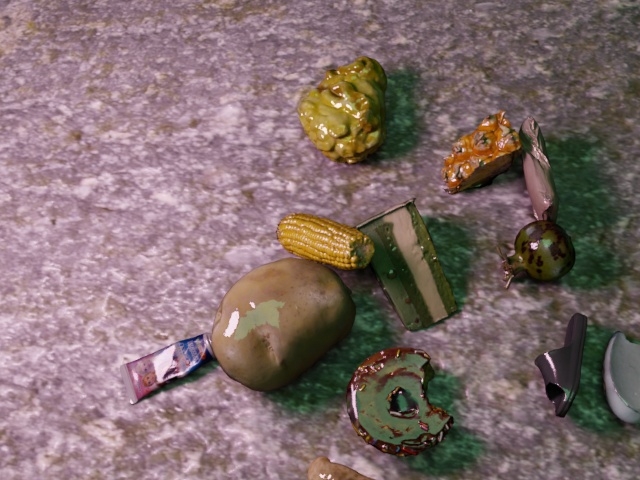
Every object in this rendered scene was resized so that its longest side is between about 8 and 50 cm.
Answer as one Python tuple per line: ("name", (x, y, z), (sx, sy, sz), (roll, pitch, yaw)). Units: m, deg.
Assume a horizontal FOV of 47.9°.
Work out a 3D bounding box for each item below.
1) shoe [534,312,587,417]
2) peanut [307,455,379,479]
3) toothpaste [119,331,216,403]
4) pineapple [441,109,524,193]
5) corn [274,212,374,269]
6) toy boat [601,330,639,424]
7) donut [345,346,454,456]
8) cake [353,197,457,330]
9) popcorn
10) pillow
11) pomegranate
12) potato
("shoe", (0.506, 0.259, 1.543), (0.093, 0.108, 0.241), (15, 59, 13))
("peanut", (0.071, 0.509, 1.460), (0.214, 0.099, 0.099), (26, 69, 14))
("toothpaste", (-0.323, 0.273, 1.633), (0.266, 0.061, 0.096), (-24, 66, -1))
("pineapple", (0.395, -0.203, 1.751), (0.186, 0.236, 0.114), (-1, 62, -40))
("corn", (0.000, 0.000, 1.635), (0.115, 0.115, 0.318), (-47, 30, -17))
("toy boat", (0.665, 0.295, 1.538), (0.134, 0.079, 0.207), (14, 55, 3))
("donut", (0.165, 0.349, 1.529), (0.216, 0.096, 0.230), (-27, 65, -6))
("cake", (0.198, 0.054, 1.695), (0.158, 0.172, 0.283), (-25, 98, -1))
("popcorn", (0.054, -0.328, 1.827), (0.225, 0.174, 0.286), (-1, 63, 12))
("pillow", (0.515, -0.162, 1.708), (0.067, 0.173, 0.270), (-11, 64, 13))
("pomegranate", (0.489, 0.029, 1.640), (0.169, 0.148, 0.148), (-10, 63, 13))
("potato", (-0.088, 0.172, 1.561), (0.326, 0.221, 0.243), (-40, 79, -17))
